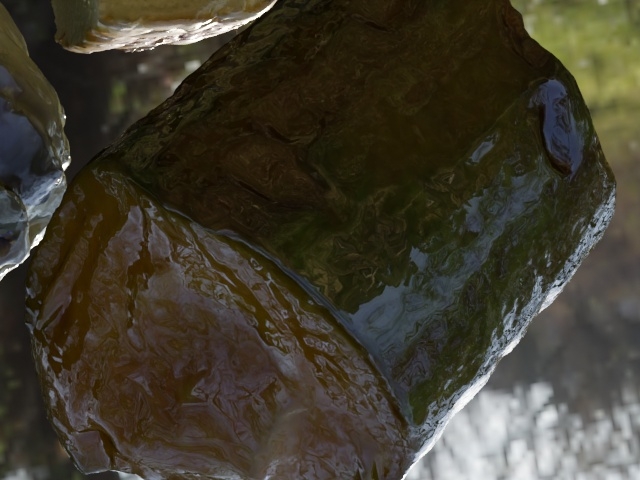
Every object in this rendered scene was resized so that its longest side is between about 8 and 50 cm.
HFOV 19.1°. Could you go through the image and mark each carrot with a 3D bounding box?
[{"bbox_3d":[0.000,0.000,1.039,0.341,0.241,0.241,-47,-167,-15],"label":"carrot"}]

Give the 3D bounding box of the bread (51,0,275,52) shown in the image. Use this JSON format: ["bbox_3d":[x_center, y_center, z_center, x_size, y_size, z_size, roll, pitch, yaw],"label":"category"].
[{"bbox_3d":[-0.113,-0.169,1.312,0.125,0.068,0.188,-10,-175,-16],"label":"bread"}]

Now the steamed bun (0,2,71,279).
[{"bbox_3d":[-0.319,-0.065,1.480,0.275,0.320,0.206,-33,-154,-31],"label":"steamed bun"}]
